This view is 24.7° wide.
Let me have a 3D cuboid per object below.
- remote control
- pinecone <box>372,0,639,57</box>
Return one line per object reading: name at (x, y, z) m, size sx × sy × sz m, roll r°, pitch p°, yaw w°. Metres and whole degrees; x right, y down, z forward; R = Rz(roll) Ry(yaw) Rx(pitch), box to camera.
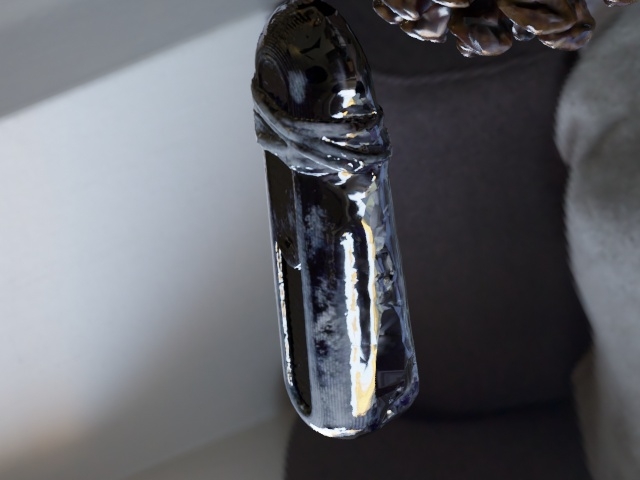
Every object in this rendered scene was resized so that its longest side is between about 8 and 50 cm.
remote control at (0.000, 0.000, 0.763) m, size 0.090 × 0.066 × 0.266 m, roll 27°, pitch 140°, yaw 38°
pinecone at (0.101, -0.192, 0.833) m, size 0.208 × 0.208 × 0.207 m, roll 157°, pitch 90°, yaw -84°
